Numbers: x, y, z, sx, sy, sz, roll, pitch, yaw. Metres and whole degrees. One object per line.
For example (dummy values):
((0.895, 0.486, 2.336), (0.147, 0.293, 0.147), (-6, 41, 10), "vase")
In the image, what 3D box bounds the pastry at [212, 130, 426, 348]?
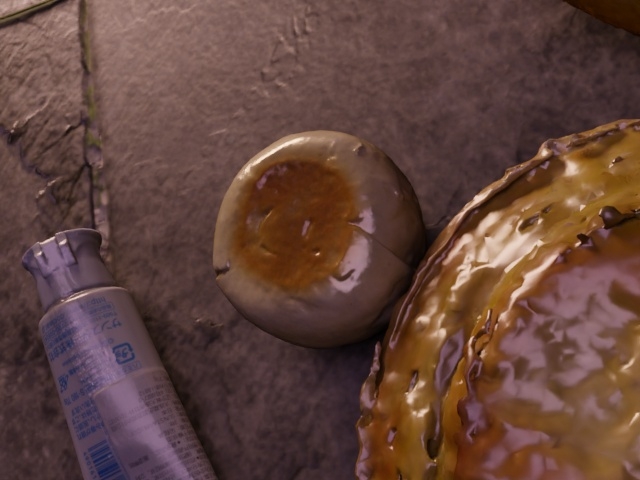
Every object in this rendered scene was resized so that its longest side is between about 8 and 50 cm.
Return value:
((0.000, 0.000, 0.717), (0.156, 0.092, 0.156), (-8, 67, 20), "pastry")

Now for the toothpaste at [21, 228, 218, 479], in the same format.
((-0.144, 0.135, 0.752), (0.114, 0.073, 0.299), (-28, 72, 11), "toothpaste")

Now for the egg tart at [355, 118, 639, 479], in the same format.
((0.215, 0.112, 0.543), (0.443, 0.178, 0.443), (-6, 72, 20), "egg tart")

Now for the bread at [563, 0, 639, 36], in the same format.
((0.328, -0.260, 0.628), (0.337, 0.148, 0.328), (25, 85, 35), "bread")
